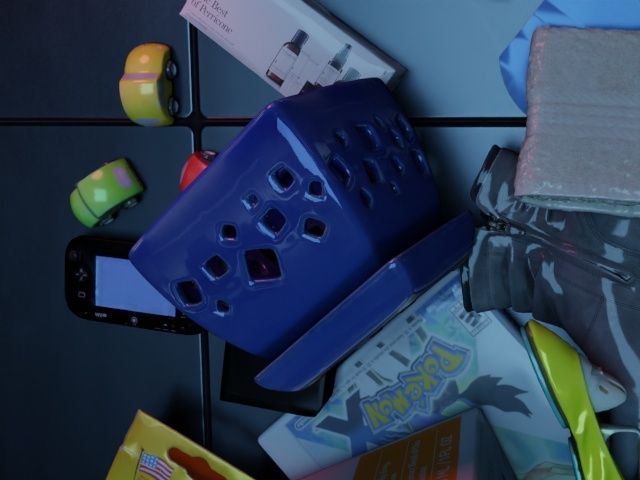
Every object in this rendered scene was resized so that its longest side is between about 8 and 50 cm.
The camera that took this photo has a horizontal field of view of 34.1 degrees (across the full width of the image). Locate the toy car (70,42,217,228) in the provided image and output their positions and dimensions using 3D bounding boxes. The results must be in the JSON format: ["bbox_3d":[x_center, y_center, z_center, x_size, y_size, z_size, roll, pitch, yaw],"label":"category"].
[{"bbox_3d":[-0.215,-0.084,1.229,0.225,0.053,0.239,-34,88,20],"label":"toy car"}]

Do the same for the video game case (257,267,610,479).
[{"bbox_3d":[0.136,0.240,1.180,0.329,0.036,0.300,-43,85,19],"label":"video game case"}]

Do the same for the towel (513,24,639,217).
[{"bbox_3d":[0.333,-0.112,0.991,0.282,0.049,0.187,6,72,10],"label":"towel"}]

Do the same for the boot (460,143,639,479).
[{"bbox_3d":[0.253,0.075,1.074,0.222,0.118,0.338,3,89,14],"label":"boot"}]

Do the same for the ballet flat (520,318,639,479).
[{"bbox_3d":[0.261,0.174,0.992,0.077,0.077,0.231,-18,95,12],"label":"ballet flat"}]

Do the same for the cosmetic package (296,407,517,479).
[{"bbox_3d":[-0.009,0.361,1.079,0.453,0.230,0.161,-26,98,14],"label":"cosmetic package"}]

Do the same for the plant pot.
[{"bbox_3d":[0.000,0.000,1.020,0.236,0.236,0.212,-42,84,29],"label":"plant pot"}]

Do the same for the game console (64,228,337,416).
[{"bbox_3d":[-0.145,0.076,1.228,0.361,0.044,0.213,7,92,20],"label":"game console"}]

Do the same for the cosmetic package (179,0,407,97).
[{"bbox_3d":[-0.031,-0.218,1.143,0.239,0.060,0.099,38,108,9],"label":"cosmetic package"}]

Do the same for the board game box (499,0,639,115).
[{"bbox_3d":[0.269,-0.192,1.063,0.133,0.033,0.169,37,109,-2],"label":"board game box"}]

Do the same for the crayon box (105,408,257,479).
[{"bbox_3d":[-0.184,0.375,1.285,0.202,0.081,0.318,29,108,11],"label":"crayon box"}]
